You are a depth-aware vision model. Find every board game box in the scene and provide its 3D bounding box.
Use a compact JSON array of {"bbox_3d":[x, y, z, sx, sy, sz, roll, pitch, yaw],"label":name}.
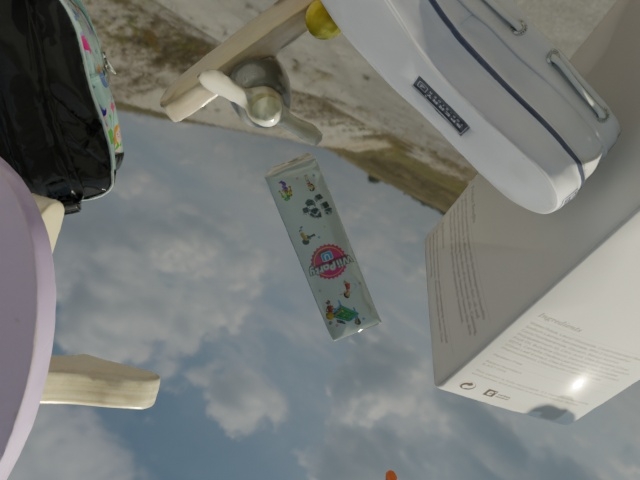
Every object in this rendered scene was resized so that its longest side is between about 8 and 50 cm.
[{"bbox_3d":[0.000,0.000,1.138,0.224,0.098,0.303,-106,-6,-79],"label":"board game box"}]

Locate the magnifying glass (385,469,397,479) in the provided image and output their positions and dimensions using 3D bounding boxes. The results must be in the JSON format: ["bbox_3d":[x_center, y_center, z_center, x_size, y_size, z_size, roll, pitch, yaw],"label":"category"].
[{"bbox_3d":[0.154,0.601,1.409,0.026,0.230,0.092,-12,-145,-14],"label":"magnifying glass"}]

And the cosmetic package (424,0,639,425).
[{"bbox_3d":[0.240,-0.024,0.513,0.155,0.365,0.196,20,-134,-14],"label":"cosmetic package"}]

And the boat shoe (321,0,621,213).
[{"bbox_3d":[0.086,-0.135,0.404,0.258,0.084,0.095,47,171,-8],"label":"boat shoe"}]

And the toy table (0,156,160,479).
[{"bbox_3d":[-0.250,0.078,0.430,0.252,0.274,0.161,26,176,2],"label":"toy table"}]

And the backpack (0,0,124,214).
[{"bbox_3d":[-0.339,-0.167,0.673,0.225,0.253,0.191,-11,-150,-7],"label":"backpack"}]

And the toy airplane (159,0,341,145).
[{"bbox_3d":[0.054,-0.262,0.613,0.272,0.386,0.384,54,-129,-12],"label":"toy airplane"}]
